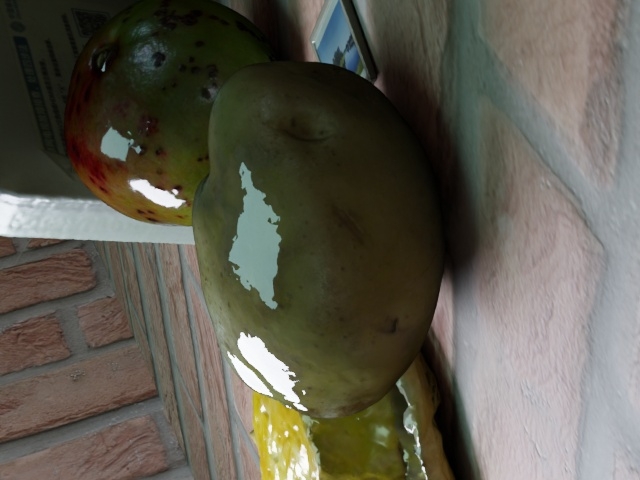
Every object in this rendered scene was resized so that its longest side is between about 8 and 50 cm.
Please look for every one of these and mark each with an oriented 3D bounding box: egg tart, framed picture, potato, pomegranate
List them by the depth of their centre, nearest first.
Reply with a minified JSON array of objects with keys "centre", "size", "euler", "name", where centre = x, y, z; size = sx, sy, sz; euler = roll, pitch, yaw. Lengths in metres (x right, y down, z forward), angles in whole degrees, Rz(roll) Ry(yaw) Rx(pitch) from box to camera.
[{"centre":[0.000,0.000,1.363],"size":[0.243,0.221,0.326],"euler":[3,99,64],"name":"potato"},{"centre":[0.021,-0.182,1.503],"size":[0.149,0.011,0.109],"euler":[120,132,-72],"name":"framed picture"},{"centre":[0.030,0.225,1.647],"size":[0.388,0.169,0.388],"euler":[168,90,-73],"name":"egg tart"},{"centre":[-0.126,-0.139,1.739],"size":[0.291,0.323,0.291],"euler":[-163,90,-72],"name":"pomegranate"}]

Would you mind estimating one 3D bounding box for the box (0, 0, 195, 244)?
[{"centre":[-0.301,-0.174,1.948],"size":[0.111,0.396,0.396],"euler":[-54,45,40],"name":"box"}]
